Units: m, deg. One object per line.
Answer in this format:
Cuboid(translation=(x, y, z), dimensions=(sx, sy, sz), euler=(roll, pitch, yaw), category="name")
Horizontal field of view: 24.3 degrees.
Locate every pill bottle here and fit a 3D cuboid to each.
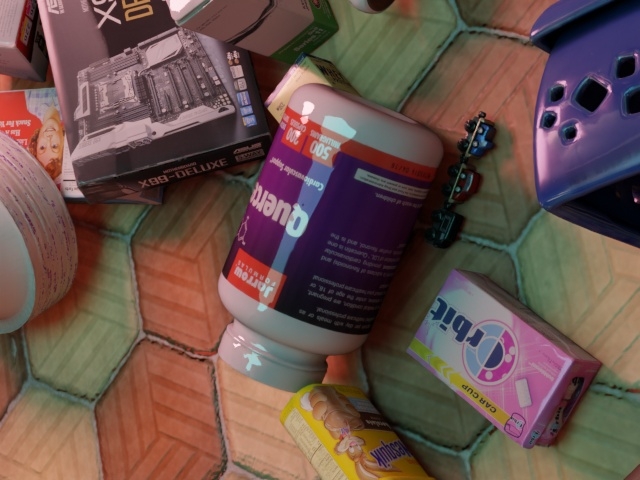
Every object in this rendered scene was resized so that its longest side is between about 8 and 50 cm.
Cuboid(translation=(0.000, 0.000, 1.650), dimensions=(0.181, 0.181, 0.323), euler=(29, 101, 37), category="pill bottle")

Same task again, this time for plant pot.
Cuboid(translation=(0.338, -0.138, 1.376), dimensions=(0.236, 0.236, 0.212), euler=(-23, 64, 35), category="plant pot")

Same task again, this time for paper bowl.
Cuboid(translation=(-0.472, -0.004, 1.970), dimensions=(0.284, 0.148, 0.284), euler=(20, 129, 27), category="paper bowl")

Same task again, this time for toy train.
Cuboid(translation=(0.157, -0.065, 1.634), dimensions=(0.036, 0.027, 0.158), euler=(25, 100, 34), category="toy train")

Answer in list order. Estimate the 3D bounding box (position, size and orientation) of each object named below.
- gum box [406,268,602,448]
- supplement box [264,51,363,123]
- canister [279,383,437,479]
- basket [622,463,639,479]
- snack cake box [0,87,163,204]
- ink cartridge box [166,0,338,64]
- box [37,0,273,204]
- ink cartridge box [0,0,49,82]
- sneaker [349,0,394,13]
Cuboid(translation=(0.193, 0.125, 1.554), dimensions=(0.188, 0.062, 0.107), euler=(39, 107, 36), category="gum box")
Cuboid(translation=(-0.006, -0.162, 1.758), dimensions=(0.083, 0.056, 0.083), euler=(-52, 57, 21), category="supplement box")
Cuboid(translation=(0.044, 0.238, 1.618), dimensions=(0.073, 0.126, 0.170), euler=(-54, 54, 20), category="canister")
Cuboid(translation=(0.296, 0.331, 1.394), dimensions=(0.204, 0.154, 0.227), euler=(42, 106, 33), category="basket")
Cuboid(translation=(-0.327, -0.125, 1.987), dimensions=(0.264, 0.089, 0.152), euler=(2, 87, 39), category="snack cake box")
Cuboid(translation=(-0.093, -0.310, 1.750), dimensions=(0.087, 0.208, 0.153), euler=(-33, 65, 30), category="ink cartridge box")
Cuboid(translation=(-0.209, -0.222, 1.841), dimensions=(0.242, 0.076, 0.307), euler=(-15, 71, 1), category="box")
Cuboid(translation=(-0.412, -0.387, 2.015), dimensions=(0.130, 0.272, 0.309), euler=(12, 84, 1), category="ink cartridge box")
Cuboid(translation=(0.051, -0.395, 1.716), dimensions=(0.123, 0.106, 0.290), euler=(2, 74, 32), category="sneaker")
